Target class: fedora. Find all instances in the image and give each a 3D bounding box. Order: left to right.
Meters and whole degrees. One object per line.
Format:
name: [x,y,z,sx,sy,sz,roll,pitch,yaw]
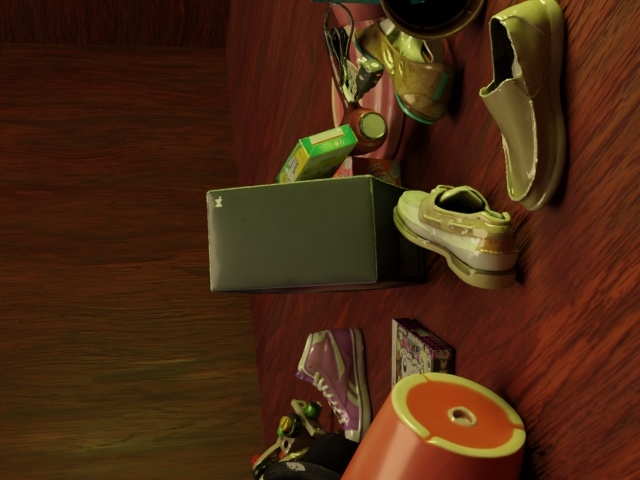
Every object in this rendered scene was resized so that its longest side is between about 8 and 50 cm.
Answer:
fedora: [0.038,0.521,1.975,0.153,0.334,0.334,-59,-7,-34]

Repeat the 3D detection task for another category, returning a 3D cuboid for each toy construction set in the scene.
toy construction set: [-0.019,0.484,2.275,0.309,0.257,0.237,-97,26,-71]

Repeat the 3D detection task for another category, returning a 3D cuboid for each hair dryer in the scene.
hair dryer: [0.064,-0.260,1.672,0.294,0.080,0.224,98,158,-45]

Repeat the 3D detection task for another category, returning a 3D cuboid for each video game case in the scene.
video game case: [0.179,0.266,1.659,0.232,0.041,0.210,-144,52,-74]

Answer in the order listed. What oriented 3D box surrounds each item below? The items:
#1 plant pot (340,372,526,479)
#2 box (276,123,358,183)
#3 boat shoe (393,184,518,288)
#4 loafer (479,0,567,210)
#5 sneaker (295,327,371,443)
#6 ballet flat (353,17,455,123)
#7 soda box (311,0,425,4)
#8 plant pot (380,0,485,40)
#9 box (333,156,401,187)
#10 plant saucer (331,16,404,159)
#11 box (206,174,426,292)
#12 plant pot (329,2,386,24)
plant pot: [0.163,0.341,1.314,0.275,0.274,0.243,-115,37,-61]
box: [-0.011,-0.138,1.654,0.043,0.105,0.179,62,153,14]
boat shoe: [0.205,-0.032,1.384,0.302,0.113,0.103,-139,49,-59]
loafer: [0.251,-0.171,1.173,0.102,0.092,0.269,-172,81,-77]
sneaker: [0.024,0.343,2.094,0.102,0.161,0.282,124,141,-66]
ballet flat: [0.153,-0.327,1.599,0.124,0.116,0.342,-62,26,25]
soda box: [0.088,-0.454,1.597,0.071,0.210,0.067,135,133,-72]
plant pot: [0.161,-0.408,1.433,0.165,0.166,0.167,-101,14,-68]
box: [0.045,-0.086,1.874,0.256,0.122,0.128,-10,82,58]
plant saucer: [0.090,-0.315,1.900,0.332,0.084,0.332,179,90,-77]
box: [0.000,0.000,1.600,0.294,0.296,0.183,9,-103,-67]
plant pot: [0.077,-0.505,1.721,0.201,0.201,0.180,-133,29,-71]
